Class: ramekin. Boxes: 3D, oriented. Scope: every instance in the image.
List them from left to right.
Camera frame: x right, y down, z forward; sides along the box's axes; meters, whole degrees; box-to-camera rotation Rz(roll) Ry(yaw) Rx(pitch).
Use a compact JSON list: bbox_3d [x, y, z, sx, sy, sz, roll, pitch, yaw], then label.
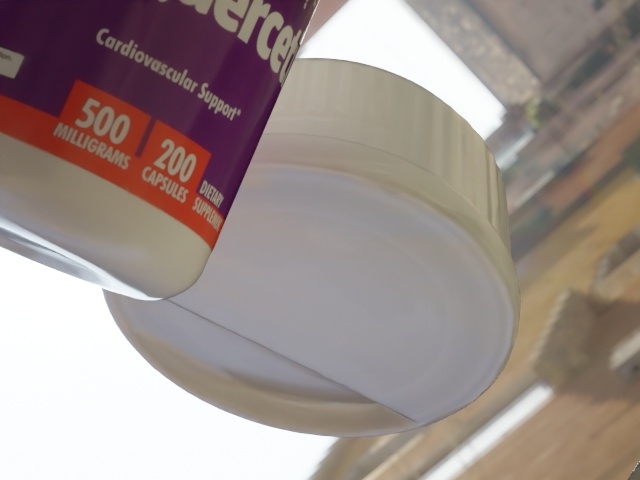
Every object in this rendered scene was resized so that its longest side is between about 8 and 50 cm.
[{"bbox_3d":[0.000,0.000,1.166,0.273,0.273,0.127,37,-137,-24],"label":"ramekin"}]

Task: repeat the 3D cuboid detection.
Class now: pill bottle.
[{"bbox_3d":[-0.089,-0.144,0.906,0.181,0.323,0.181,22,171,4],"label":"pill bottle"}]

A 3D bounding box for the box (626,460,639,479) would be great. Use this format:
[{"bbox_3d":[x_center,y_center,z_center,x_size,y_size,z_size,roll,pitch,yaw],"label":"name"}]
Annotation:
[{"bbox_3d":[0.210,0.150,0.778,0.127,0.232,0.148,26,165,40],"label":"box"}]
